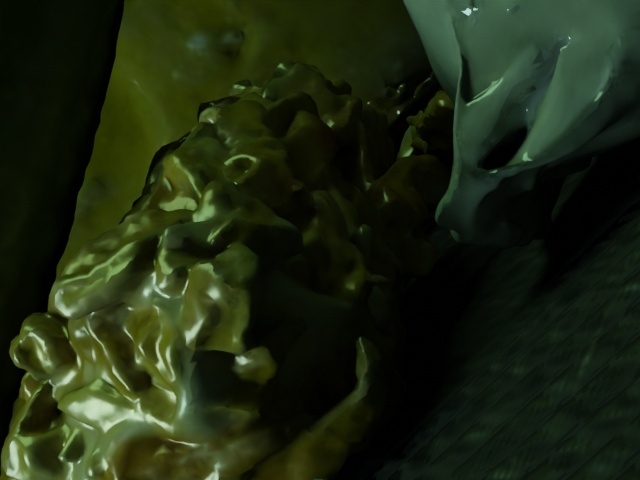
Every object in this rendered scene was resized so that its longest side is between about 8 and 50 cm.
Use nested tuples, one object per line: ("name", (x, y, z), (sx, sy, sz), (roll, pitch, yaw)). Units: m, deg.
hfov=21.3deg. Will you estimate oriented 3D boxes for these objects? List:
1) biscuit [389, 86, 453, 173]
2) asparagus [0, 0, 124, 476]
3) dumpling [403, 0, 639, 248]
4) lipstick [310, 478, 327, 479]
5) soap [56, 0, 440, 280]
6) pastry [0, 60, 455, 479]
("biscuit", (0.000, 0.000, 0.861), (0.212, 0.036, 0.212), (-46, 6, 6))
("asparagus", (-0.150, 0.062, 0.551), (0.128, 0.108, 0.382), (135, 151, -70))
("dumpling", (0.082, -0.079, 0.494), (0.188, 0.108, 0.127), (-64, -16, -8))
("lipstick", (-0.035, 0.107, 0.240), (0.158, 0.048, 0.048), (-48, 5, -19))
("soap", (-0.100, -0.131, 0.762), (0.338, 0.304, 0.169), (-42, 4, 7))
("pastry", (-0.016, 0.006, 0.553), (0.154, 0.102, 0.250), (-51, 4, 25))
